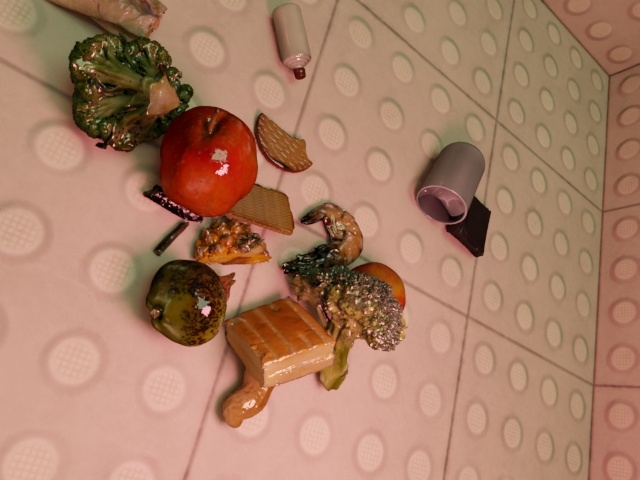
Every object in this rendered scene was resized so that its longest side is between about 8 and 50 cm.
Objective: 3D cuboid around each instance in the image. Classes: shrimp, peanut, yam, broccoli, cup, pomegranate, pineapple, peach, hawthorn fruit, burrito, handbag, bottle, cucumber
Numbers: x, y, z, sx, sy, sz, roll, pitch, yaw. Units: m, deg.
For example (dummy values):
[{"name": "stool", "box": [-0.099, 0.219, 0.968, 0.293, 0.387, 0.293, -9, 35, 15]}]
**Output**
[{"name": "shrimp", "box": [0.000, 0.000, 1.786, 0.364, 0.071, 0.233, -20, 87, -37]}, {"name": "peanut", "box": [-0.183, 0.416, 1.535, 0.117, 0.101, 0.263, 34, 61, 3]}, {"name": "yam", "box": [-0.415, -0.008, 1.499, 0.027, 0.033, 0.129, 34, 53, 4]}, {"name": "broccoli", "box": [-0.474, -0.384, 1.374, 0.321, 0.283, 0.304, -40, 129, -32]}, {"name": "cup", "box": [0.534, -0.241, 2.151, 0.205, 0.205, 0.312, 46, 56, -20]}, {"name": "pomegranate", "box": [-0.344, 0.154, 1.437, 0.203, 0.276, 0.222, 0, 102, 1]}, {"name": "pineapple", "box": [-0.233, -0.012, 1.556, 0.249, 0.164, 0.140, 1, 72, -32]}, {"name": "peach", "box": [0.170, 0.186, 1.777, 0.230, 0.231, 0.231, 9, 75, -35]}, {"name": "hawthorn fruit", "box": [-0.289, -0.231, 1.412, 0.286, 0.330, 0.287, 7, 58, -12]}, {"name": "broccoli", "box": [0.098, 0.272, 1.582, 0.274, 0.353, 0.397, -5, 94, -26]}, {"name": "burrito", "box": [-0.591, -0.671, 1.446, 0.331, 0.135, 0.190, 29, 71, -25]}, {"name": "handbag", "box": [0.629, -0.077, 2.273, 0.223, 0.080, 0.247, 39, 57, -32]}, {"name": "bottle", "box": [-0.093, -0.673, 1.835, 0.104, 0.104, 0.245, -11, 87, -38]}, {"name": "cucumber", "box": [-0.409, -0.100, 1.509, 0.181, 0.053, 0.053, 33, 62, -28]}]

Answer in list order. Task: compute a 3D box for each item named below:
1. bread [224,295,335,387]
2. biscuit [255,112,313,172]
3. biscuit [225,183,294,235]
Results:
[{"name": "bread", "box": [-0.122, 0.281, 1.523, 0.239, 0.246, 0.111, -12, 125, -32]}, {"name": "biscuit", "box": [-0.129, -0.322, 1.779, 0.176, 0.031, 0.229, -33, 98, -38]}, {"name": "biscuit", "box": [-0.196, -0.110, 1.645, 0.254, 0.029, 0.172, 17, 42, -32]}]
